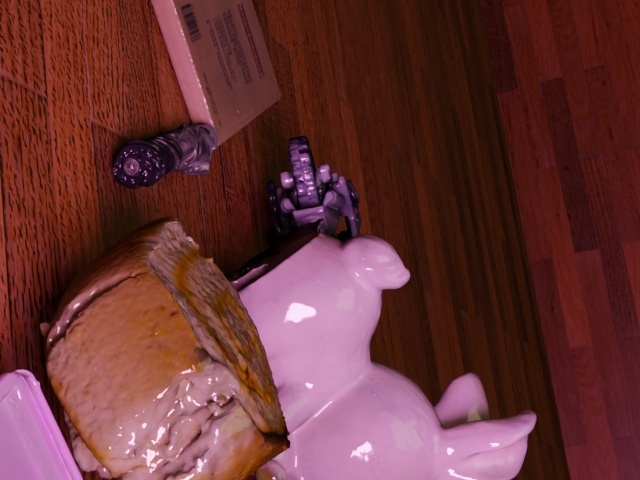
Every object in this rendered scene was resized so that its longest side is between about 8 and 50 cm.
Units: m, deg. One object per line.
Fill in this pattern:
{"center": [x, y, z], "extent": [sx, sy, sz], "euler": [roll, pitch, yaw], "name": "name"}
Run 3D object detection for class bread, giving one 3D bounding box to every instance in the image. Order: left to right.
{"center": [-0.108, 0.092, 0.737], "extent": [0.186, 0.124, 0.257], "euler": [59, 2, -8], "name": "bread"}

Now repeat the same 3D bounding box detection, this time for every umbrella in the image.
{"center": [-0.135, -0.076, 0.972], "extent": [0.188, 0.046, 0.050], "euler": [-46, 125, -74], "name": "umbrella"}

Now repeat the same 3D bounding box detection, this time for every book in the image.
{"center": [-0.106, -0.203, 1.160], "extent": [0.231, 0.026, 0.161], "euler": [-53, 128, -66], "name": "book"}

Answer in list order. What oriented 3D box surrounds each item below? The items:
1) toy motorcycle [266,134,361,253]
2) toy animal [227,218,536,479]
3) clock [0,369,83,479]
{"center": [0.000, 0.000, 1.187], "extent": [0.270, 0.106, 0.159], "euler": [71, 9, -69], "name": "toy motorcycle"}
{"center": [0.030, 0.139, 1.020], "extent": [0.310, 0.247, 0.183], "euler": [54, -8, -3], "name": "toy animal"}
{"center": [-0.185, 0.189, 0.604], "extent": [0.147, 0.071, 0.192], "euler": [-60, 134, -63], "name": "clock"}
